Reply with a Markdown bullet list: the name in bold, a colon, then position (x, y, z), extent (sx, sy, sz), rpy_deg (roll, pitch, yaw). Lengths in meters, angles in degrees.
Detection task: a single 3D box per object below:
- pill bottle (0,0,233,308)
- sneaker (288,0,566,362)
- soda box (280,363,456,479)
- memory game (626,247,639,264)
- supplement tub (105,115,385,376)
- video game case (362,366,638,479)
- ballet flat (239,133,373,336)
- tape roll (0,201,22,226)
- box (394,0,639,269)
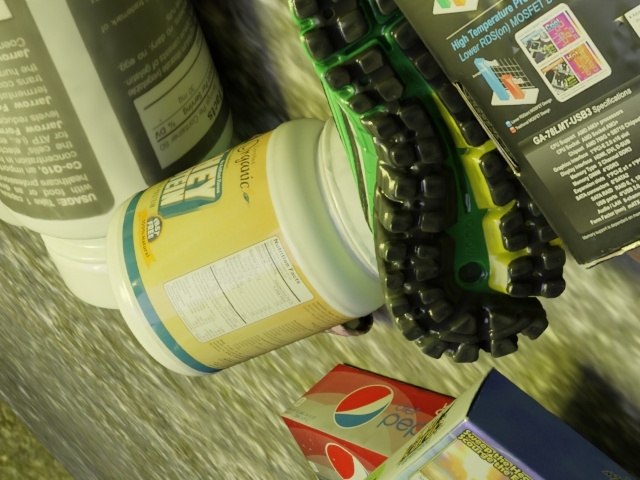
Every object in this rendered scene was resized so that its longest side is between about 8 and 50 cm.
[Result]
- **pill bottle**: position (-0.188, -0.132, 0.997), extent (0.204, 0.204, 0.361), rpy_deg (26, 145, 43)
- **sneaker**: position (0.048, -0.104, 0.721), extent (0.146, 0.134, 0.344), rpy_deg (-111, 10, -61)
- **soda box**: position (0.081, 0.188, 1.126), extent (0.263, 0.083, 0.092), rpy_deg (10, 133, 54)
- **memory game**: position (0.181, -0.050, 0.709), extent (0.186, 0.012, 0.186), rpy_deg (39, 153, 24)
- **supplement tub**: position (-0.034, 0.001, 0.897), extent (0.199, 0.144, 0.144), rpy_deg (-23, 109, 23)
- **video game case**: position (0.161, 0.247, 0.956), extent (0.269, 0.061, 0.244), rpy_deg (38, 138, -1)
- **ballet flat**: position (0.000, 0.000, 1.034), extent (0.079, 0.077, 0.221), rpy_deg (11, 142, 29)
- **tape roll**: position (-0.430, -0.191, 1.493), extent (0.392, 0.072, 0.392), rpy_deg (40, 154, 25)
- **box**: position (0.133, -0.164, 0.487), extent (0.293, 0.073, 0.295), rpy_deg (55, 141, -4)
